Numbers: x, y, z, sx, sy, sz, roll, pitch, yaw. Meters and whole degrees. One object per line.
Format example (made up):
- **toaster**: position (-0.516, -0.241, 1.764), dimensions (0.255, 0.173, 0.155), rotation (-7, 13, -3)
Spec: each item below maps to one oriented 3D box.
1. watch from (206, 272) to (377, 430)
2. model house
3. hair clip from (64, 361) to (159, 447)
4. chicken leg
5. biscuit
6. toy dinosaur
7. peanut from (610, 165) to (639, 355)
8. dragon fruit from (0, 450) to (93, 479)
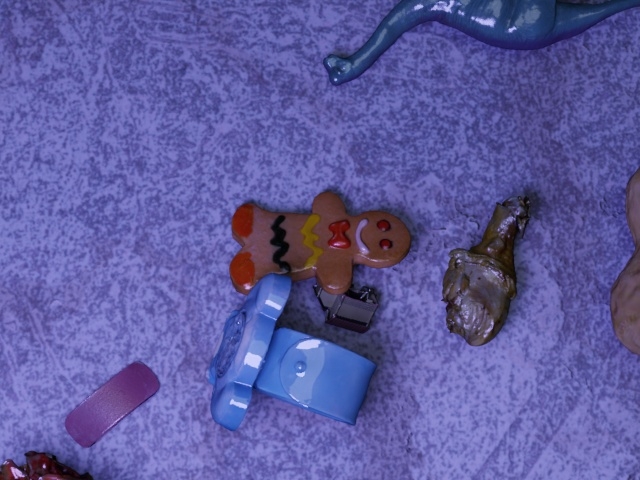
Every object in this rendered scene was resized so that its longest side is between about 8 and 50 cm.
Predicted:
- **watch**: position (-0.033, 0.167, 1.640), dimensions (0.193, 0.211, 0.210), rotation (23, 76, -13)
- **model house**: position (0.030, 0.089, 1.722), dimensions (0.083, 0.057, 0.058), rotation (15, 114, -18)
- **hair clip**: position (-0.279, 0.219, 1.683), dimensions (0.137, 0.022, 0.054), rotation (-39, 79, -11)
- **chicken leg**: position (0.227, 0.034, 1.726), dimensions (0.103, 0.088, 0.227), rotation (15, 79, 13)
- **biscuit**: position (0.000, 0.000, 1.717), dimensions (0.250, 0.036, 0.165), rotation (-2, 56, -2)
- **toy dinosaur**: position (0.240, -0.290, 1.809), dimensions (0.384, 0.129, 0.330), rotation (29, 88, 2)
- **peanut**: position (0.505, -0.018, 1.714), dimensions (0.192, 0.169, 0.387), rotation (19, 77, 7)
- **dragon fruit**: position (-0.326, 0.402, 1.536), dimensions (0.245, 0.244, 0.298), rotation (-17, 56, -7)
